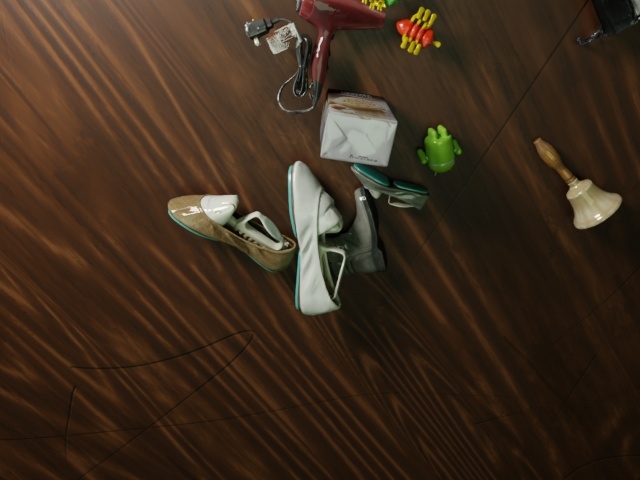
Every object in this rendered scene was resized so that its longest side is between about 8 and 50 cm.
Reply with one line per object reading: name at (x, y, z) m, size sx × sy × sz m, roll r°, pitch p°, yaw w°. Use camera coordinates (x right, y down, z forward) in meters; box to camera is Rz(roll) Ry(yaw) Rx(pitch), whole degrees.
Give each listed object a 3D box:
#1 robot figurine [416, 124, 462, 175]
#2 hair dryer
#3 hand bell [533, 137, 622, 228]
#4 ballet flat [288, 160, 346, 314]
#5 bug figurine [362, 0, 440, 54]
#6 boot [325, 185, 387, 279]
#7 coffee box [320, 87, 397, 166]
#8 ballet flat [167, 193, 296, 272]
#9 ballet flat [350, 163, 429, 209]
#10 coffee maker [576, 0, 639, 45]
robot figurine at (0.286, -0.214, 1.288) m, size 0.101 × 0.067 × 0.115 m, roll -17°, pitch 117°, yaw -2°
hair dryer at (0.003, -0.431, 1.163) m, size 0.293 × 0.080 × 0.224 m, roll -28°, pitch 118°, yaw 5°
hand bell at (0.607, -0.158, 1.318) m, size 0.126 × 0.126 × 0.242 m, roll -40°, pitch 98°, yaw 18°
ballet flat at (0.000, 0.000, 1.336) m, size 0.139 × 0.139 × 0.401 m, roll -2°, pitch 109°, yaw 0°
bug figurine at (0.206, -0.542, 1.109) m, size 0.216 × 0.072 × 0.279 m, roll 25°, pitch 105°, yaw -19°
boot at (0.073, -0.010, 1.387) m, size 0.161 × 0.083 × 0.247 m, roll -8°, pitch 113°, yaw 14°
coffee box at (0.074, -0.250, 1.166) m, size 0.141 × 0.247 × 0.098 m, roll 8°, pitch 115°, yaw -5°
ballet flat at (-0.203, -0.038, 1.337) m, size 0.342 × 0.116 × 0.124 m, roll 32°, pitch 127°, yaw -18°
ballet flat at (0.166, -0.125, 1.331) m, size 0.213 × 0.072 × 0.068 m, roll 18°, pitch 120°, yaw -10°
coffee maker at (0.586, -0.522, 1.107) m, size 0.171 × 0.120 × 0.178 m, roll -36°, pitch 111°, yaw 17°
